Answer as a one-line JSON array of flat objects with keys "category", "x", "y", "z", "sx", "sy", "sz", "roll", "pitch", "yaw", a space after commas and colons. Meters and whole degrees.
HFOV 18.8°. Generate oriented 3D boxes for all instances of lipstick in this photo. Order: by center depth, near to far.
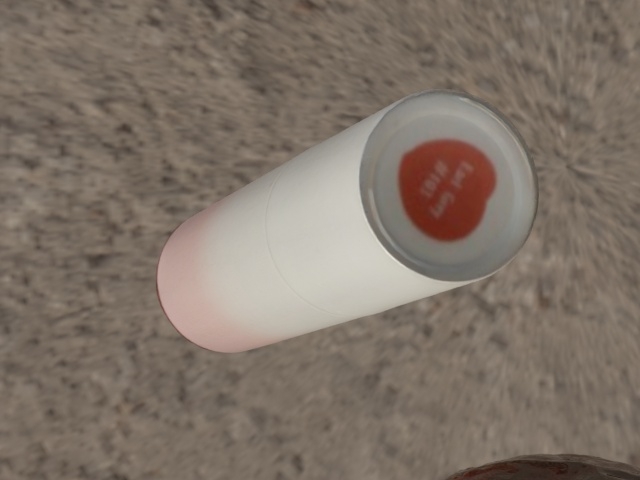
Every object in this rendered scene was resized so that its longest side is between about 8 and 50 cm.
[{"category": "lipstick", "x": 0.000, "y": 0.000, "z": 0.975, "sx": 0.087, "sy": 0.327, "sz": 0.087, "roll": 3, "pitch": 80, "yaw": -20}]

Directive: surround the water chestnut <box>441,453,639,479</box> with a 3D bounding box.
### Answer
[{"category": "water chestnut", "x": 0.152, "y": 0.248, "z": 1.127, "sx": 0.289, "sy": 0.244, "sz": 0.289, "roll": 8, "pitch": 64, "yaw": -17}]
